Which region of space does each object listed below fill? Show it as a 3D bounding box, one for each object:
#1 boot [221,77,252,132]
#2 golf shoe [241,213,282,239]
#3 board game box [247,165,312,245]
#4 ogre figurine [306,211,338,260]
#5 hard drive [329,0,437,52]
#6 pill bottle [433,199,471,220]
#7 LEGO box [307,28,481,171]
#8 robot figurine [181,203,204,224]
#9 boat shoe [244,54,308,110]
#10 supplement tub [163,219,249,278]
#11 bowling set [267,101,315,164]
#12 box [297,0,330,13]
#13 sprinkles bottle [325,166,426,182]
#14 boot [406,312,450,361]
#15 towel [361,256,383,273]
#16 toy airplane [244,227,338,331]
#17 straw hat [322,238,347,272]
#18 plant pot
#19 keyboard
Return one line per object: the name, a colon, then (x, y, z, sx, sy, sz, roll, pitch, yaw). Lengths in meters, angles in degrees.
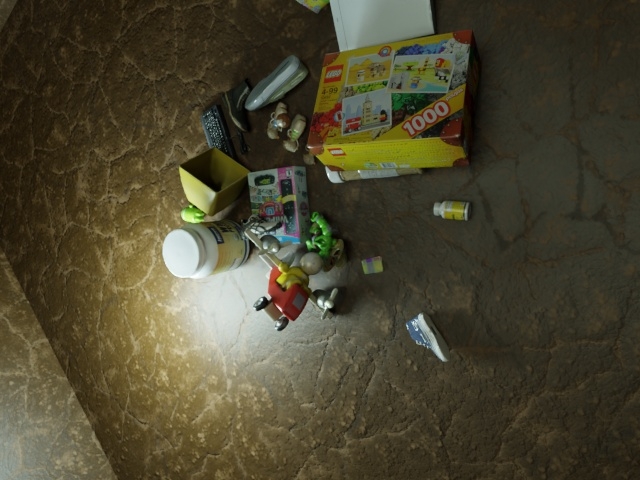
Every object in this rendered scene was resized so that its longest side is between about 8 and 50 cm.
boot: (-0.320, -0.565, 2.030, 0.137, 0.077, 0.198, -31, 82, 22)
golf shoe: (-0.243, -0.064, 1.934, 0.198, 0.077, 0.094, -13, 90, 29)
board game box: (-0.165, -0.137, 1.981, 0.224, 0.097, 0.303, -4, 95, 29)
ogre figurine: (0.000, 0.000, 1.899, 0.118, 0.097, 0.197, 29, 99, 48)
hard drive: (0.211, -0.803, 1.688, 0.353, 0.047, 0.233, -1, 116, 28)
pill bottle: (0.452, -0.105, 1.669, 0.116, 0.065, 0.065, 8, 99, 28)
LEGO box: (0.245, -0.441, 1.599, 0.500, 0.193, 0.372, 1, 72, 28)
robot figurine: (-0.586, -0.117, 2.224, 0.115, 0.067, 0.101, 14, 104, 27)
boat shoe: (-0.177, -0.602, 1.930, 0.302, 0.094, 0.109, -31, 44, 31)
supplement tub: (-0.474, 0.034, 2.039, 0.228, 0.316, 0.228, 4, 98, 28)
bowling set: (-0.138, -0.420, 1.881, 0.287, 0.200, 0.154, 38, 113, 24)
box: (-0.010, -1.046, 1.746, 0.290, 0.177, 0.279, -34, 81, 27)
sprinkles bottle: (0.198, -0.282, 1.752, 0.355, 0.121, 0.121, -2, 95, 28)
boot: (0.390, 0.361, 1.763, 0.086, 0.069, 0.190, -38, 70, 33)
towel: (0.201, 0.095, 1.859, 0.083, 0.009, 0.060, -13, 90, 30)
toy airplane: (-0.104, 0.133, 1.852, 0.272, 0.386, 0.384, -37, 68, 14)
straw hat: (0.069, 0.072, 1.894, 0.061, 0.144, 0.144, 29, 115, -22)
plant pot: (-0.454, -0.231, 2.053, 0.212, 0.212, 0.187, 35, 135, 13)
keyboard: (-0.412, -0.437, 2.115, 0.201, 0.033, 0.317, -20, 87, 28)
